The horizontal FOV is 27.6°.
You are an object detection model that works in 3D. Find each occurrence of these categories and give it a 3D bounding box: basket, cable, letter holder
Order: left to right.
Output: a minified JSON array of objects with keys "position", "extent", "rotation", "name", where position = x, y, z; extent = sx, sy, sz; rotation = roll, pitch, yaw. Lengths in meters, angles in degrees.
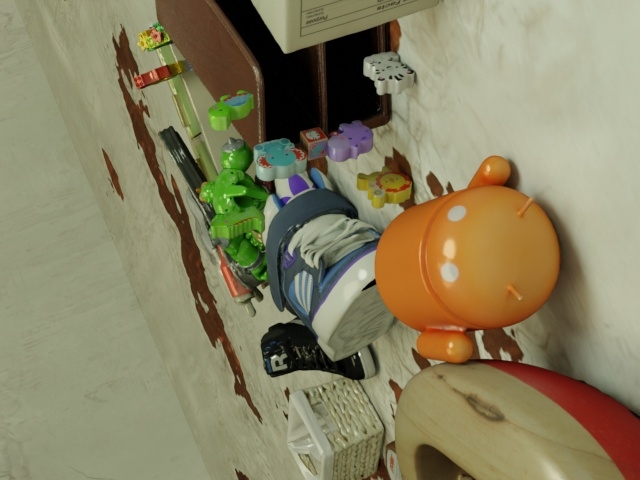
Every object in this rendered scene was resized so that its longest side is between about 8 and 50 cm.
[{"position":[-0.155,-0.021,1.788],"extent":[0.287,0.072,0.139],"rotation":[55,-175,-6],"name":"cable"},{"position":[-0.062,-0.266,1.382],"extent":[0.302,0.152,0.214],"rotation":[54,156,41],"name":"letter holder"},{"position":[0.021,0.282,1.876],"extent":[0.113,0.103,0.167],"rotation":[60,161,29],"name":"basket"}]

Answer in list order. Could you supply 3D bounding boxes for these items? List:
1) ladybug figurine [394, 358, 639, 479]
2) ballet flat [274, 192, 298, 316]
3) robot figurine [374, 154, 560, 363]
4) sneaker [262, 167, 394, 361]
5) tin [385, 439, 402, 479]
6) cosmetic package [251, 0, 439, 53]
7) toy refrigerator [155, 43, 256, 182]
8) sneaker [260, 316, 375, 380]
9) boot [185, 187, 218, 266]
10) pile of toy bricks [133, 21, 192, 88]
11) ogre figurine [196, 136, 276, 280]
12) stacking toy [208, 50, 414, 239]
[{"position":[0.215,0.243,1.107],"extent":[0.449,0.162,0.305],"rotation":[35,144,63],"name":"ladybug figurine"},{"position":[-0.031,0.027,1.788],"extent":[0.074,0.074,0.203],"rotation":[-139,34,-58],"name":"ballet flat"},{"position":[0.129,0.017,1.156],"extent":[0.128,0.158,0.219],"rotation":[55,159,-7],"name":"robot figurine"},{"position":[0.000,0.000,1.539],"extent":[0.236,0.130,0.323],"rotation":[60,167,14],"name":"sneaker"},{"position":[0.139,0.338,1.692],"extent":[0.189,0.040,0.106],"rotation":[56,155,37],"name":"tin"},{"position":[0.020,-0.314,1.047],"extent":[0.309,0.160,0.113],"rotation":[95,151,-54],"name":"cosmetic package"},{"position":[-0.153,-0.185,1.865],"extent":[0.269,0.094,0.102],"rotation":[69,163,-4],"name":"toy refrigerator"},{"position":[-0.014,0.164,1.806],"extent":[0.217,0.121,0.079],"rotation":[26,136,67],"name":"sneaker"},{"position":[-0.144,0.001,2.104],"extent":[0.258,0.095,0.123],"rotation":[-122,11,-57],"name":"boot"},{"position":[-0.187,-0.272,1.710],"extent":[0.212,0.105,0.118],"rotation":[-18,97,41],"name":"pile of toy bricks"},{"position":[-0.092,-0.057,1.690],"extent":[0.097,0.118,0.197],"rotation":[27,96,37],"name":"ogre figurine"},{"position":[-0.007,-0.088,1.312],"extent":[0.052,0.221,0.167],"rotation":[-123,24,-43],"name":"stacking toy"}]
